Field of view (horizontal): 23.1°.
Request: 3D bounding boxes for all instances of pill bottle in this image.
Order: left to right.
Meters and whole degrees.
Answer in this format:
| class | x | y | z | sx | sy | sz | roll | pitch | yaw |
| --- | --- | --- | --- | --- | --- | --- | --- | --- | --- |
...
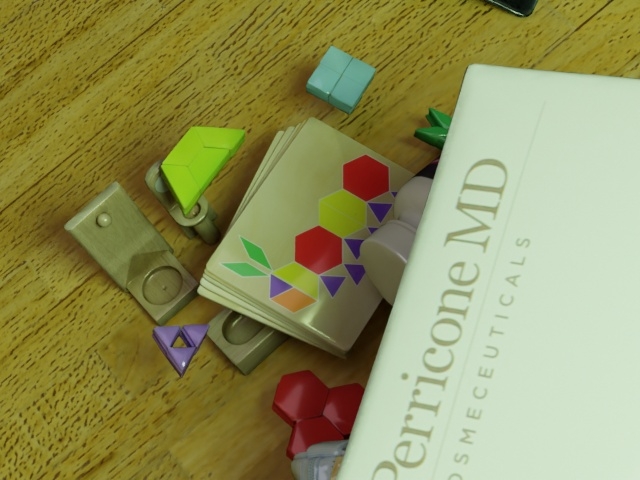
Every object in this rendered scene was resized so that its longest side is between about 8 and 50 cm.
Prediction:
| class | x | y | z | sx | sy | sz | roll | pitch | yaw |
| --- | --- | --- | --- | --- | --- | --- | --- | --- | --- |
| pill bottle | 0.126 | -0.025 | 1.225 | 0.193 | 0.108 | 0.108 | -39 | 56 | -21 |

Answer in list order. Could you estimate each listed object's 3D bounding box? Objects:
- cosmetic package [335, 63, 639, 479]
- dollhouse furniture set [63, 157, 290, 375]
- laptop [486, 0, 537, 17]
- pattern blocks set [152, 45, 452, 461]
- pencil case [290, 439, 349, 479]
| class | x | y | z | sx | sy | sz | roll | pitch | yaw |
| --- | --- | --- | --- | --- | --- | --- | --- | --- | --- |
| cosmetic package | 0.268 | 0.124 | 0.990 | 0.393 | 0.327 | 0.329 | 9 | 66 | 24 |
| dollhouse furniture set | -0.094 | 0.012 | 1.296 | 0.144 | 0.123 | 0.151 | -42 | 58 | -6 |
| laptop | 0.060 | -0.418 | 1.539 | 0.408 | 0.236 | 0.382 | 1 | 59 | 52 |
| pattern blocks set | 0.000 | 0.000 | 1.274 | 0.285 | 0.026 | 0.325 | 38 | 67 | 11 |
| pencil case | 0.012 | 0.283 | 1.101 | 0.113 | 0.124 | 0.273 | -17 | 55 | 53 |
